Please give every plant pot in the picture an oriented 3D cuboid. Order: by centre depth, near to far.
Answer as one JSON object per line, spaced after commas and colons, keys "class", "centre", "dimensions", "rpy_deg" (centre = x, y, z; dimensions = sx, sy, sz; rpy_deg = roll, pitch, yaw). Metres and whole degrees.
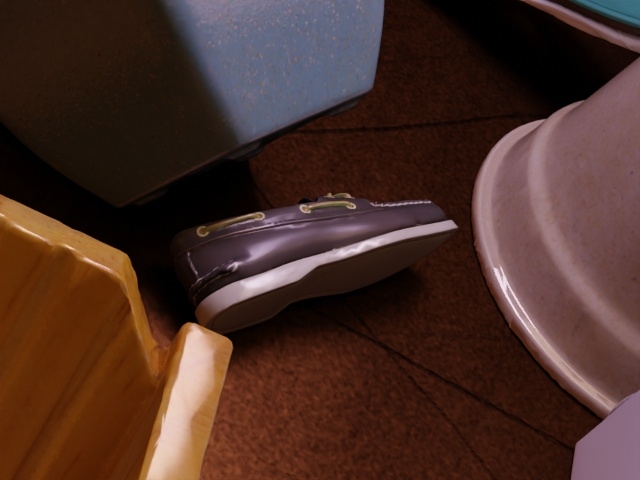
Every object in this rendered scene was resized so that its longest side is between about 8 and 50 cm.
{"class": "plant pot", "centre": [-0.102, -0.170, 1.090], "dimensions": [0.247, 0.248, 0.252], "rpy_deg": [-26, 92, -45]}
{"class": "plant pot", "centre": [0.336, -0.053, 1.229], "dimensions": [0.334, 0.305, 0.334], "rpy_deg": [19, 46, -20]}

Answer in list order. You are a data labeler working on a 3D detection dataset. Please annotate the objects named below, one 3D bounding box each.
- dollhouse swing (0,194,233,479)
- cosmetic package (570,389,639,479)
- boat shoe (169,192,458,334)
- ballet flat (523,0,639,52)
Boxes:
{"class": "dollhouse swing", "centre": [-0.258, 0.153, 0.686], "dimensions": [0.347, 0.315, 0.305], "rpy_deg": [26, 24, -13]}
{"class": "cosmetic package", "centre": [0.220, 0.211, 1.068], "dimensions": [0.085, 0.117, 0.231], "rpy_deg": [30, 45, -10]}
{"class": "boat shoe", "centre": [0.000, 0.000, 1.122], "dimensions": [0.228, 0.081, 0.068], "rpy_deg": [-16, 69, -39]}
{"class": "ballet flat", "centre": [0.168, -0.268, 1.421], "dimensions": [0.400, 0.139, 0.139], "rpy_deg": [33, 40, 22]}
